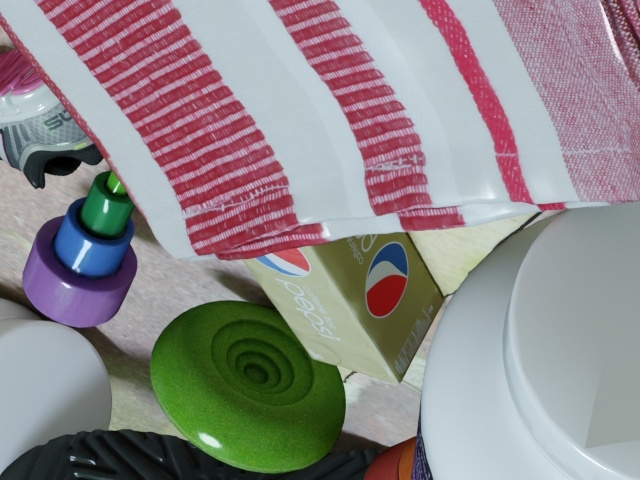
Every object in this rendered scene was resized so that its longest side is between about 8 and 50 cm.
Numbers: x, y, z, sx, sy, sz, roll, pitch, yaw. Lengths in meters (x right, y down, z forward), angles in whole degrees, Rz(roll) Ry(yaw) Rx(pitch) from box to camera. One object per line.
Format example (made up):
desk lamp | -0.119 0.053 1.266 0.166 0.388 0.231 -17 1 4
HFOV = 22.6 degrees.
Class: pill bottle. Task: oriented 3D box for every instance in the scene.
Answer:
pill bottle | -0.307 0.121 1.315 0.283 0.161 0.161 3 145 47
pill bottle | 0.131 0.101 0.713 0.181 0.181 0.323 25 157 12

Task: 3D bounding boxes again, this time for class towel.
towel | -0.026 -0.094 0.606 0.329 0.037 0.237 -7 125 50

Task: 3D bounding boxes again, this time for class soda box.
soda box | 0.000 0.000 0.823 0.061 0.058 0.181 14 152 33

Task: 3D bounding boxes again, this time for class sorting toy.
sorting toy | -0.002 0.066 0.952 0.366 0.127 0.126 32 128 3

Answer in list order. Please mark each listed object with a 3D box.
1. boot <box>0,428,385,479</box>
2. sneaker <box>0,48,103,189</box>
boot | -0.066 0.257 1.239 0.348 0.131 0.260 4 153 6
sneaker | -0.170 -0.062 0.890 0.170 0.063 0.075 -7 132 49
